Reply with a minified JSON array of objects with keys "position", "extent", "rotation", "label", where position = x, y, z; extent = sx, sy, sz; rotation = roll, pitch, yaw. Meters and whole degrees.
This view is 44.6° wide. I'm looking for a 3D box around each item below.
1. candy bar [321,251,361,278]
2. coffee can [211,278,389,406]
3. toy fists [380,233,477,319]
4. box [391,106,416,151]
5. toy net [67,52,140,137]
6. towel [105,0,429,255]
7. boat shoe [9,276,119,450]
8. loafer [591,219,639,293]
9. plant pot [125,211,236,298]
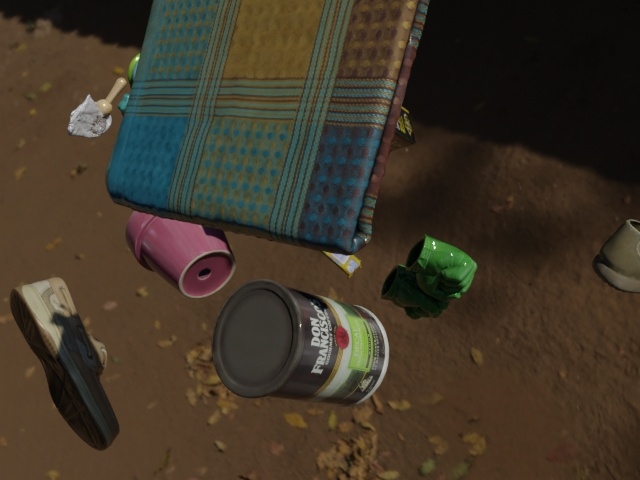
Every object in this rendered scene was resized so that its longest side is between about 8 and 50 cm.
[{"position":[0.000,0.000,1.250],"extent":[0.040,0.161,0.018],"rotation":[-53,9,-24],"label":"candy bar"},{"position":[-0.031,0.194,1.420],"extent":[0.201,0.275,0.202],"rotation":[-11,71,35],"label":"coffee can"},{"position":[0.240,0.094,1.708],"extent":[0.142,0.279,0.096],"rotation":[21,58,-7],"label":"toy fists"},{"position":[0.021,-0.199,1.473],"extent":[0.257,0.322,0.079],"rotation":[-13,85,19],"label":"box"},{"position":[-0.344,-0.225,1.316],"extent":[0.045,0.122,0.232],"rotation":[28,46,23],"label":"toy net"},{"position":[-0.064,-0.140,0.705],"extent":[0.370,0.040,0.272],"rotation":[12,86,46],"label":"towel"},{"position":[-0.443,0.215,1.423],"extent":[0.121,0.110,0.341],"rotation":[-43,74,46],"label":"boat shoe"},{"position":[0.276,0.011,0.578],"extent":[0.148,0.050,0.056],"rotation":[-2,37,-17],"label":"loafer"},{"position":[-0.272,0.015,1.601],"extent":[0.201,0.201,0.180],"rotation":[-40,55,-4],"label":"plant pot"}]
